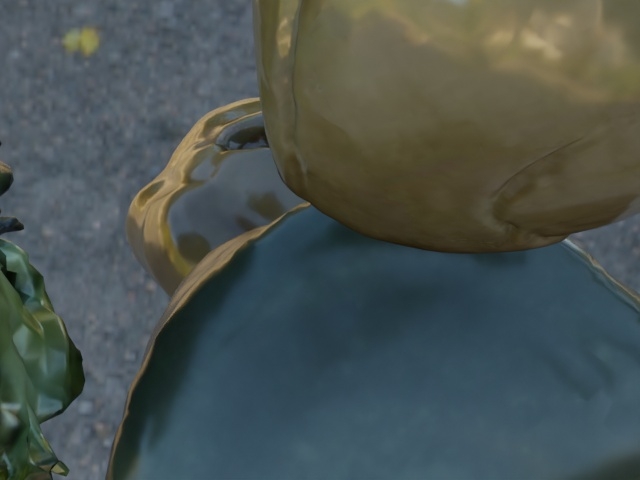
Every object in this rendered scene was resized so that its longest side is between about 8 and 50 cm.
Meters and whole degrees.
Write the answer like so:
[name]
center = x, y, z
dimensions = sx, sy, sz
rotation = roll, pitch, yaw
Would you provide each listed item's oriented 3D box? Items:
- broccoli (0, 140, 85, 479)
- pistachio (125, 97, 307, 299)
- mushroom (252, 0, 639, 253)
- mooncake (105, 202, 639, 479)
[broccoli]
center = -0.184, 0.008, 0.390
dimensions = 0.180, 0.242, 0.273
rotation = -22, 46, 16
[pistachio]
center = 0.000, 0.000, 0.658
dimensions = 0.149, 0.113, 0.113
rotation = 22, 46, -8
[mushroom]
center = 0.081, -0.180, 0.467
dimensions = 0.154, 0.137, 0.407
rotation = 24, 58, -21
[mooncake]
center = 0.023, 0.065, 0.489
dimensions = 0.175, 0.104, 0.168
rotation = -12, 89, -2
